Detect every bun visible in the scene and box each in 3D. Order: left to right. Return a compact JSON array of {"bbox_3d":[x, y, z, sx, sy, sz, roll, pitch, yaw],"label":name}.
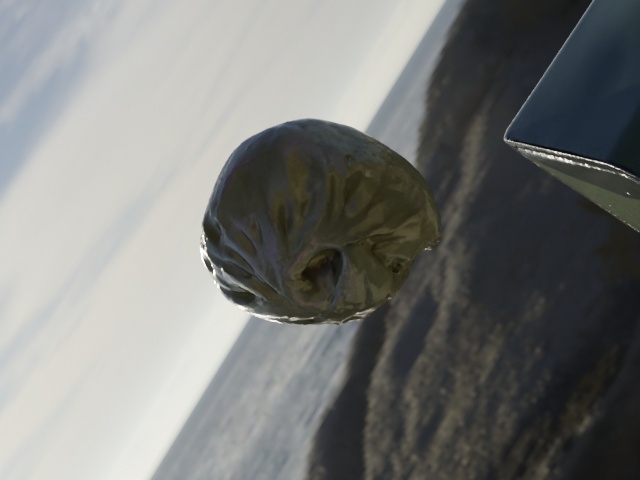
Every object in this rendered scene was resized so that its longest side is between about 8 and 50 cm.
[{"bbox_3d":[0.000,0.000,1.184,0.128,0.193,0.178,-80,11,-57],"label":"bun"}]

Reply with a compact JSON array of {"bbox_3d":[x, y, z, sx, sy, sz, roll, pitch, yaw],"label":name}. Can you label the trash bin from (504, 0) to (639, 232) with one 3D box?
[{"bbox_3d":[0.302,-0.168,1.005,0.343,0.158,0.223,-61,17,1],"label":"trash bin"}]
